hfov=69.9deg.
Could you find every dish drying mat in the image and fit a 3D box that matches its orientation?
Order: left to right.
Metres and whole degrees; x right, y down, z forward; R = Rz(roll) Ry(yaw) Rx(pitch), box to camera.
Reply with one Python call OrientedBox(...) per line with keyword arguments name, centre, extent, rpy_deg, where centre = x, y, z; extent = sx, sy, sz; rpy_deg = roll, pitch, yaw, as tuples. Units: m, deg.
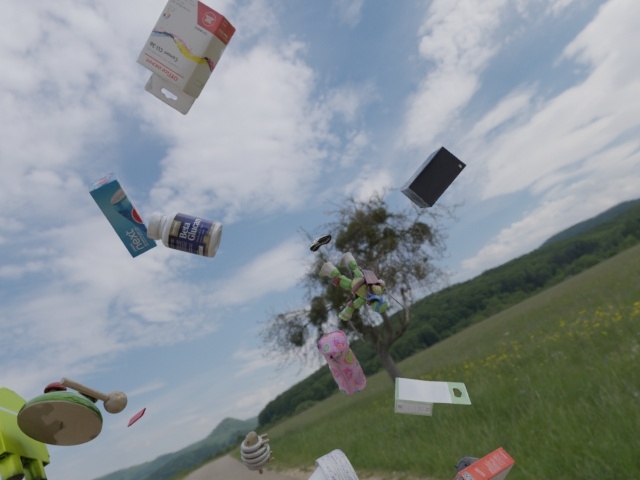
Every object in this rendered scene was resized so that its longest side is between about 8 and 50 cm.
OrientedBox(name="dish drying mat", centre=(-0.581, 0.559, 1.449), extent=(0.008, 0.032, 0.083), rpy_deg=(39, -65, -22))

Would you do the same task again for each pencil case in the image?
OrientedBox(name="pencil case", centre=(0.084, 0.477, 1.773), extent=(0.124, 0.124, 0.284), rpy_deg=(-25, -55, -2))

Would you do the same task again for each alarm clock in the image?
OrientedBox(name="alarm clock", centre=(0.536, 0.841, 1.613), extent=(0.064, 0.129, 0.192), rpy_deg=(11, -2, -10))

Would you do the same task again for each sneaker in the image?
OrientedBox(name="sneaker", centre=(0.000, 0.000, 1.794), extent=(0.109, 0.043, 0.040), rpy_deg=(-33, -62, 30))

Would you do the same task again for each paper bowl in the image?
OrientedBox(name="paper bowl", centre=(0.056, 0.835, 1.460), extent=(0.148, 0.284, 0.284), rpy_deg=(-20, -19, -17))

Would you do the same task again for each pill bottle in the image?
OrientedBox(name="pill bottle", centre=(-0.341, -0.019, 1.156), extent=(0.169, 0.094, 0.094), rpy_deg=(13, -25, -4))

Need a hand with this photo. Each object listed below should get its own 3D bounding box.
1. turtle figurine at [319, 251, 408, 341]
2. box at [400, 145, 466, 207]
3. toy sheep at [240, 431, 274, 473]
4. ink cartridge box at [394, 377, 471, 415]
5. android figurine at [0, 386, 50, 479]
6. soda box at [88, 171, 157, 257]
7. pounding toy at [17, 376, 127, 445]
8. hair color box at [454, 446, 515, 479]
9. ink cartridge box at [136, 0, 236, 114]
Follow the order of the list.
OrientedBox(name="turtle figurine", centre=(0.129, 0.190, 1.604), extent=(0.198, 0.266, 0.275), rpy_deg=(-43, -32, 2))
OrientedBox(name="box", centre=(0.329, -0.183, 1.360), extent=(0.156, 0.093, 0.158), rpy_deg=(-50, 1, 3))
OrientedBox(name="toy sheep", centre=(-0.180, 0.601, 1.294), extent=(0.091, 0.132, 0.091), rpy_deg=(-14, 7, 2))
OrientedBox(name="ink cartridge box", centre=(0.368, 0.524, 1.533), extent=(0.235, 0.056, 0.171), rpy_deg=(3, 7, 9))
OrientedBox(name="android figurine", centre=(-0.740, 0.459, 1.093), extent=(0.056, 0.273, 0.248), rpy_deg=(-35, -30, -15))
OrientedBox(name="soda box", centre=(-0.502, -0.063, 1.170), extent=(0.071, 0.067, 0.210), rpy_deg=(-28, -54, -13))
OrientedBox(name="pounding toy", centre=(-0.592, 0.383, 1.101), extent=(0.237, 0.110, 0.183), rpy_deg=(-37, -57, 18))
OrientedBox(name="hair color box", centre=(0.343, 0.501, 0.973), extent=(0.141, 0.043, 0.072), rpy_deg=(-9, -54, -34))
OrientedBox(name="ink cartridge box", centre=(-0.267, -0.358, 0.881), extent=(0.198, 0.115, 0.067), rpy_deg=(-58, -6, 9))
